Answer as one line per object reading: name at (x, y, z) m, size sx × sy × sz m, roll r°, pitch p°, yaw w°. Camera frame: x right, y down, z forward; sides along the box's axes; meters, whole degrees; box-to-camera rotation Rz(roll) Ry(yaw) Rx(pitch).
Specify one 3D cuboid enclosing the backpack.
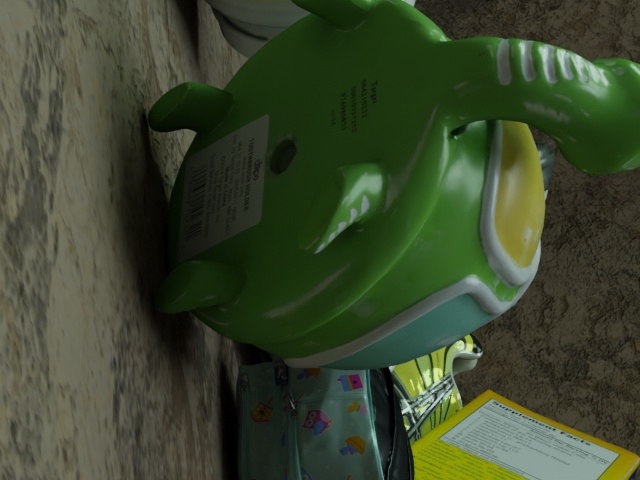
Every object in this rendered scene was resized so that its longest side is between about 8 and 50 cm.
backpack at (0.006, 0.180, 1.084) m, size 0.188 × 0.144 × 0.166 m, roll -107°, pitch -174°, yaw -51°

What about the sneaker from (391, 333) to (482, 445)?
sneaker at (0.089, 0.227, 1.552) m, size 0.145 × 0.147 × 0.385 m, roll 100°, pitch 7°, yaw -56°

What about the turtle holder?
turtle holder at (0.052, -0.048, 0.916) m, size 0.227 × 0.320 × 0.243 m, roll 28°, pitch 22°, yaw -37°

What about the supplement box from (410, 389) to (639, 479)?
supplement box at (0.169, 0.320, 1.405) m, size 0.356 × 0.194 × 0.195 m, roll -19°, pitch 128°, yaw -60°

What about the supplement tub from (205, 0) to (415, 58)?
supplement tub at (-0.030, -0.340, 1.210) m, size 0.325 × 0.235 × 0.235 m, roll 76°, pitch 6°, yaw -47°

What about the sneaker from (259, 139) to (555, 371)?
sneaker at (0.068, 0.054, 1.219) m, size 0.447 × 0.169 × 0.258 m, roll -14°, pitch -101°, yaw 63°
